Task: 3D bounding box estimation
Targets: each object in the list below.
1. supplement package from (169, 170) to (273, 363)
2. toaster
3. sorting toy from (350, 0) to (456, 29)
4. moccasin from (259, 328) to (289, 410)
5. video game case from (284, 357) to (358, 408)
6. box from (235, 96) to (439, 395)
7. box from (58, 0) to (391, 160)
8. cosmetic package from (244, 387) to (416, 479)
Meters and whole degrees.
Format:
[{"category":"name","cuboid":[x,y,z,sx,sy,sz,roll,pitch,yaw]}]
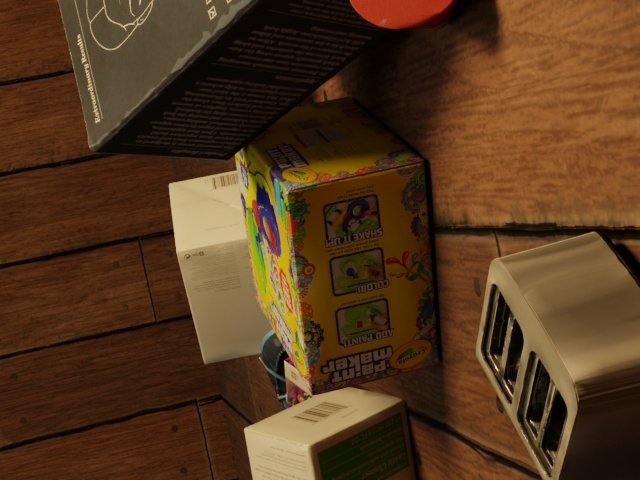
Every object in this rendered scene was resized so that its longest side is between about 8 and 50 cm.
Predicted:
[{"category":"supplement package","cuboid":[-0.138,0.040,2.071,0.198,0.199,0.263,-105,6,-51]},{"category":"toaster","cuboid":[0.212,0.100,0.961,0.186,0.110,0.168,92,160,-45]},{"category":"sorting toy","cuboid":[0.073,-0.355,1.226,0.126,0.127,0.365,36,-143,-64]},{"category":"moccasin","cuboid":[-0.017,0.239,2.055,0.342,0.138,0.117,73,174,-62]},{"category":"video game case","cuboid":[0.028,0.319,1.905,0.210,0.042,0.232,31,136,40]},{"category":"box","cuboid":[0.016,-0.003,1.544,0.290,0.177,0.279,-129,29,-63]},{"category":"box","cuboid":[-0.113,-0.310,1.376,0.395,0.212,0.293,-33,66,42]},{"category":"cosmetic package","cuboid":[0.033,0.419,1.727,0.155,0.197,0.365,3,109,49]}]
